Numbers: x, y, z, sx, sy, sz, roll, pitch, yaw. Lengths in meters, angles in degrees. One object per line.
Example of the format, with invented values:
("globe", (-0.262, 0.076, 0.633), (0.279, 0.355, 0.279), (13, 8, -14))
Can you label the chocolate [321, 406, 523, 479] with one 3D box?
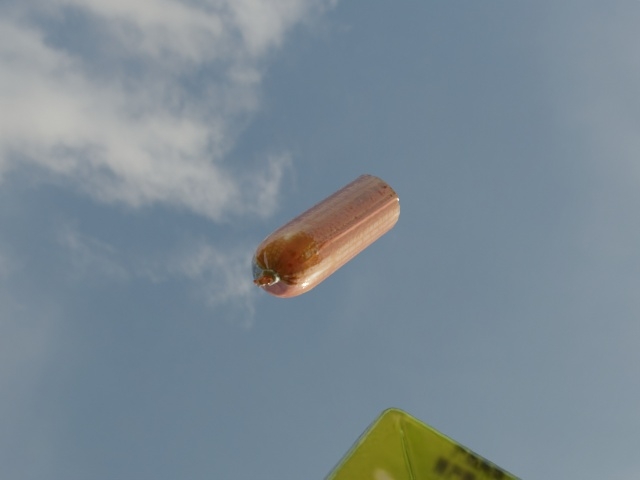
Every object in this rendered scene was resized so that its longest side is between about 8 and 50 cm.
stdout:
("chocolate", (0.103, 0.277, 0.844), (0.289, 0.301, 0.137), (29, -119, 3))

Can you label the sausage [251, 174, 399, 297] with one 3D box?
("sausage", (0.000, 0.000, 1.111), (0.071, 0.071, 0.234), (35, -144, 16))
